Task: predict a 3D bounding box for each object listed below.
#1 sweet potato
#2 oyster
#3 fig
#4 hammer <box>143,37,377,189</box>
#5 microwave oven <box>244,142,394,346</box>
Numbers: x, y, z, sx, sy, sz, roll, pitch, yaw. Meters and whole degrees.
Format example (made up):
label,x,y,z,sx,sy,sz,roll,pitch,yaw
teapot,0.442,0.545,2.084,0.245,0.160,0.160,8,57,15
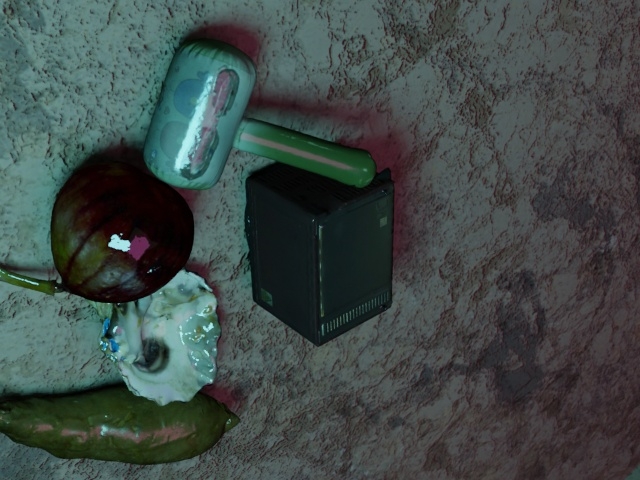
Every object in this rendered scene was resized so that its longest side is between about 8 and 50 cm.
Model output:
label,x,y,z,sx,sy,sz,roll,pitch,yaw
sweet potato,-0.320,0.279,1.715,0.422,0.130,0.131,8,114,-33
oyster,-0.245,0.144,1.687,0.214,0.083,0.223,-7,102,-37
fig,-0.292,0.019,1.520,0.249,0.186,0.203,-49,154,10
hammer,-0.070,-0.144,1.563,0.335,0.119,0.207,16,107,-24
microwave oven,-0.001,0.001,1.725,0.178,0.188,0.248,-23,126,-31
